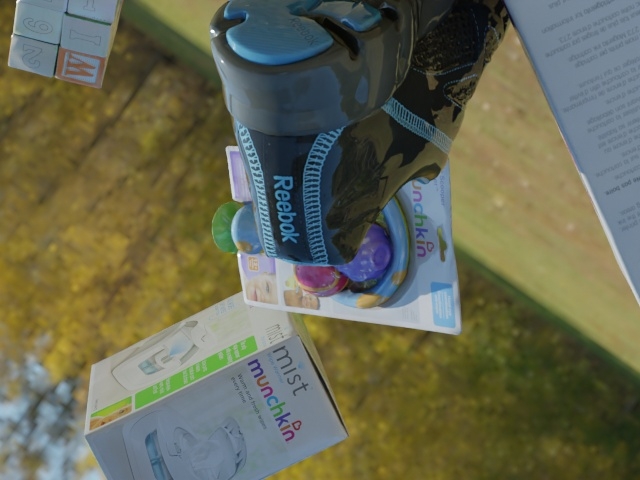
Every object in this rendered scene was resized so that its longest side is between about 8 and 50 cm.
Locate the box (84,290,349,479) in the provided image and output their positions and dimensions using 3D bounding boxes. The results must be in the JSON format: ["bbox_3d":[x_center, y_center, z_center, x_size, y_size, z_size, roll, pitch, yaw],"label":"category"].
[{"bbox_3d":[-0.108,0.164,1.688,0.127,0.231,0.262,64,180,-13],"label":"box"}]

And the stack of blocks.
[{"bbox_3d":[-0.198,-0.299,1.440,0.087,0.171,0.297,14,140,-6],"label":"stack of blocks"}]

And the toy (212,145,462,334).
[{"bbox_3d":[0.000,0.000,1.283,0.056,0.137,0.237,-16,-165,-41],"label":"toy"}]

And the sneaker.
[{"bbox_3d":[0.038,-0.113,0.935,0.125,0.140,0.341,12,-147,25],"label":"sneaker"}]

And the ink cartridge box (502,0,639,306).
[{"bbox_3d":[0.211,-0.096,0.900,0.069,0.175,0.371,-97,-19,-68],"label":"ink cartridge box"}]
